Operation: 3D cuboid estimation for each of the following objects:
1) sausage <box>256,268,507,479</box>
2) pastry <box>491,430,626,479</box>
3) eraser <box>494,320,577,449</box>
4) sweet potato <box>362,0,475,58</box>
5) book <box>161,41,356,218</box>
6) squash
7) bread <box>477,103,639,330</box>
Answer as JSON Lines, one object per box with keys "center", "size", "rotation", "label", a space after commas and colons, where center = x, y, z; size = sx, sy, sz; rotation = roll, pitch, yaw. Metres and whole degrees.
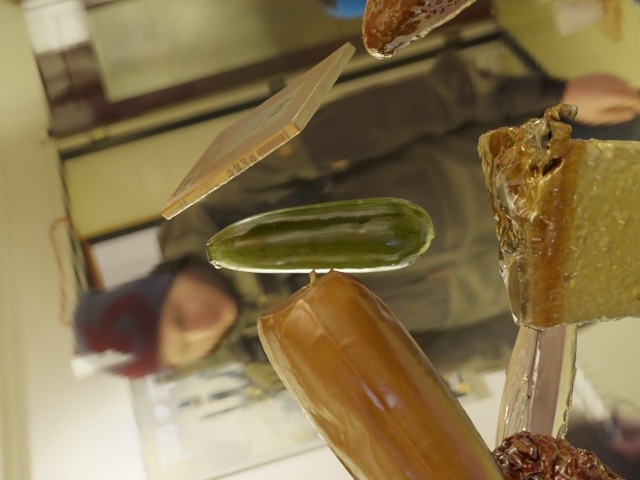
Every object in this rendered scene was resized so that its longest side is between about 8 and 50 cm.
{"center": [0.074, 0.166, 1.083], "size": [0.328, 0.112, 0.112], "rotation": [55, 177, -6], "label": "sausage"}
{"center": [0.226, 0.238, 1.204], "size": [0.208, 0.115, 0.097], "rotation": [35, -167, 0], "label": "pastry"}
{"center": [0.242, 0.146, 1.533], "size": [0.204, 0.059, 0.243], "rotation": [-98, 21, -89], "label": "eraser"}
{"center": [0.116, -0.243, 1.100], "size": [0.097, 0.252, 0.097], "rotation": [40, -166, -13], "label": "sweet potato"}
{"center": [-0.051, -0.086, 1.131], "size": [0.012, 0.172, 0.118], "rotation": [46, -136, -15], "label": "book"}
{"center": [0.000, 0.000, 1.248], "size": [0.066, 0.201, 0.066], "rotation": [-6, -90, -89], "label": "squash"}
{"center": [0.185, -0.014, 0.989], "size": [0.127, 0.147, 0.152], "rotation": [177, 94, -73], "label": "bread"}
